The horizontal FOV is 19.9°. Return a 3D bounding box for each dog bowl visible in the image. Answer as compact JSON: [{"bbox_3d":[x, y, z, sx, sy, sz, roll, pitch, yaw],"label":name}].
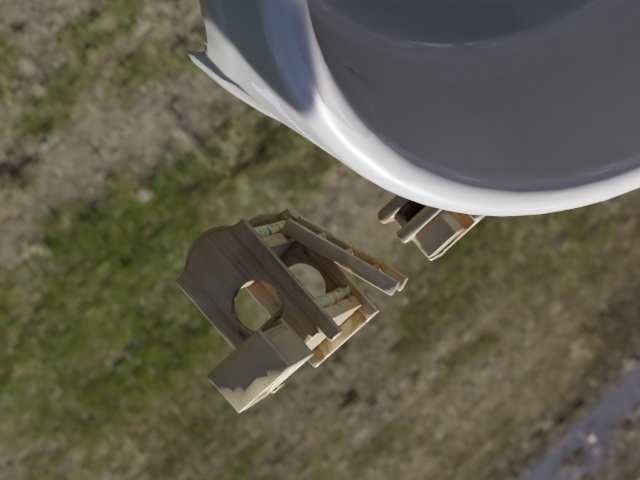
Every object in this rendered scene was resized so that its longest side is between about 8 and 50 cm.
[{"bbox_3d":[0.097,-0.161,0.698,0.349,0.102,0.349,-16,131,-19],"label":"dog bowl"}]

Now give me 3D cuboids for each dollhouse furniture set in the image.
[{"bbox_3d":[0.000,0.000,1.094,0.161,0.101,0.182,-43,174,13],"label":"dollhouse furniture set"}]
